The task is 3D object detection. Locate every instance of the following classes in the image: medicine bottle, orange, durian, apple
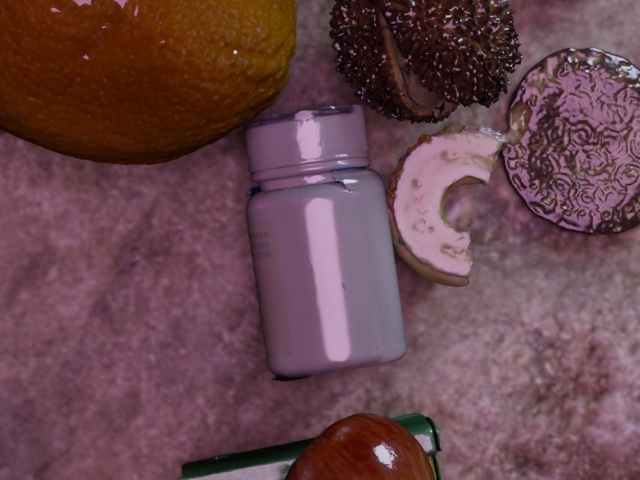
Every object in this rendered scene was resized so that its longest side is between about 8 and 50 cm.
[{"bbox_3d":[0.000,0.000,1.865,0.143,0.143,0.258,-9,92,-5],"label":"medicine bottle"},{"bbox_3d":[-0.196,-0.226,1.761,0.357,0.322,0.322,22,88,-13],"label":"orange"},{"bbox_3d":[0.097,-0.201,1.844,0.196,0.196,0.167,0,51,-5],"label":"durian"},{"bbox_3d":[0.038,0.237,1.745,0.146,0.146,0.131,-43,62,-4],"label":"apple"}]

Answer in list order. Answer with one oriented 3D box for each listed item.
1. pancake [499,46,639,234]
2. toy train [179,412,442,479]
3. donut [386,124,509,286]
[{"bbox_3d":[0.278,-0.101,1.950,0.199,0.021,0.199,0,90,-5],"label":"pancake"},{"bbox_3d":[0.001,0.294,1.878,0.300,0.120,0.202,-11,87,-5],"label":"toy train"},{"bbox_3d":[0.119,-0.043,1.914,0.108,0.065,0.166,17,89,-3],"label":"donut"}]
